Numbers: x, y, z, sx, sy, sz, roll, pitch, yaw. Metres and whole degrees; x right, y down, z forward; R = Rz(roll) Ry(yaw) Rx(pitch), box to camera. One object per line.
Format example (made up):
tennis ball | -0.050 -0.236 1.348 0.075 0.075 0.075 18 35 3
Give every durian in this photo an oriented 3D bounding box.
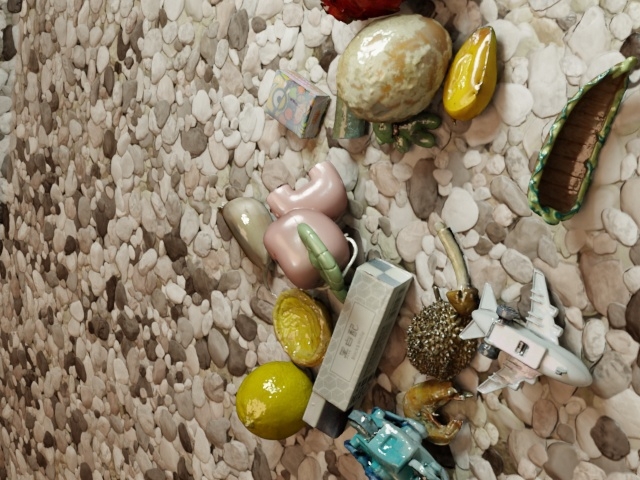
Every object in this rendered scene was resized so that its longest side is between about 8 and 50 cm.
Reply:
durian | 0.219 0.183 1.590 0.148 0.091 0.188 -6 77 43

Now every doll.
doll | 0.000 0.000 1.722 0.216 0.284 0.268 -32 74 -1
doll | 0.164 -0.228 1.615 0.150 0.078 0.115 14 104 36

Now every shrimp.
shrimp | 0.238 0.340 1.638 0.132 0.052 0.187 59 141 7

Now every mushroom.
mushroom | 0.255 0.055 1.567 0.061 0.060 0.187 -28 72 44

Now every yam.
yam | 0.066 -0.293 1.710 0.068 0.068 0.169 19 108 44

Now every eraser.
eraser | 0.075 0.233 1.741 0.096 0.098 0.403 30 117 21

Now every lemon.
lemon | -0.105 0.373 1.893 0.178 0.203 0.178 19 125 30

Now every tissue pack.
tissue pack | -0.055 -0.308 1.840 0.148 0.060 0.108 41 125 36

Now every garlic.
garlic | -0.160 0.001 1.977 0.129 0.148 0.266 -27 68 8

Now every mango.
mango | 0.276 -0.298 1.488 0.101 0.066 0.187 31 112 49

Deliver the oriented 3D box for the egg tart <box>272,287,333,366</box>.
egg tart | -0.032 0.198 1.876 0.191 0.074 0.191 9 103 45

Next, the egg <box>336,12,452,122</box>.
egg | 0.139 -0.324 1.535 0.233 0.195 0.194 -35 67 11

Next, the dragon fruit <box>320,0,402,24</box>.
dragon fruit | 0.075 -0.546 1.502 0.302 0.296 0.295 -20 80 21

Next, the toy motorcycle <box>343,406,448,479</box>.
toy motorcycle | 0.164 0.442 1.638 0.260 0.154 0.206 33 161 40

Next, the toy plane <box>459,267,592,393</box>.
toy plane | 0.360 0.185 1.440 0.255 0.101 0.251 34 107 39

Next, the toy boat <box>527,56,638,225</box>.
toy boat | 0.421 -0.168 1.328 0.099 0.109 0.292 -112 40 -63
